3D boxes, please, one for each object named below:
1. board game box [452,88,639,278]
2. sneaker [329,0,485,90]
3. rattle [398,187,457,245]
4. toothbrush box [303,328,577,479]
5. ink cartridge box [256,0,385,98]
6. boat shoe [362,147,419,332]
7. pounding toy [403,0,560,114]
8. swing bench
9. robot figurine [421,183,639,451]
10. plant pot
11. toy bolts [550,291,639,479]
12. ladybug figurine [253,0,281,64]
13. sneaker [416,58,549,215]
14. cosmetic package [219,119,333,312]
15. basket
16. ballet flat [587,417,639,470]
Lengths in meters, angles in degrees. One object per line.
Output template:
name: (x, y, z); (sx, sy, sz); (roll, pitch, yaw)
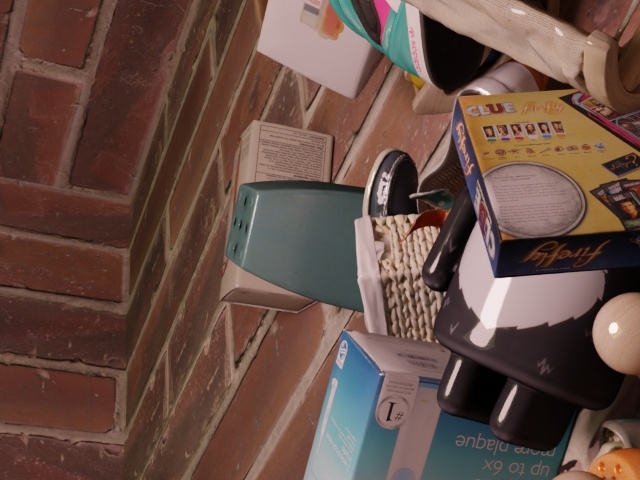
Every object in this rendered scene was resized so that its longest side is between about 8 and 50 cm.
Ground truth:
board game box: (0.237, -0.053, 0.848); (0.042, 0.243, 0.165); (91, 174, -46)
sneaker: (0.079, -0.313, 1.129); (0.178, 0.123, 0.296); (30, 134, 47)
rattle: (0.160, -0.052, 1.123); (0.130, 0.199, 0.143); (87, 171, -47)
toothbrush box: (0.101, 0.259, 1.116); (0.126, 0.216, 0.296); (-132, 56, -67)
ink cartridge box: (0.076, -0.410, 1.393); (0.279, 0.160, 0.385); (-58, -5, -32)
boat shoe: (0.104, 0.011, 1.410); (0.079, 0.095, 0.255); (13, 101, 49)
pounding toy: (0.176, -0.242, 1.261); (0.155, 0.154, 0.269); (-97, 25, -42)
swing bench: (0.194, -0.247, 0.882); (0.253, 0.165, 0.255); (35, 83, 28)
robot figurine: (0.202, 0.039, 0.962); (0.173, 0.209, 0.278); (-30, -37, -90)
plant pot: (0.000, 0.000, 1.517); (0.165, 0.234, 0.165); (-154, 75, -70)
toy bolts: (0.267, 0.144, 0.782); (0.218, 0.158, 0.228); (175, 104, -71)
ladybug figurine: (-0.007, -0.471, 1.899); (0.449, 0.162, 0.305); (-99, 27, -43)
sneaker: (0.197, -0.094, 1.259); (0.123, 0.106, 0.290); (-40, -18, -29)
cosmetic package: (-0.076, -0.038, 1.892); (0.129, 0.153, 0.296); (142, 136, -65)
basket: (0.102, 0.060, 1.292); (0.113, 0.103, 0.167); (-92, -8, -50)
ballet flat: (0.243, 0.254, 0.933); (0.072, 0.068, 0.213); (-176, 96, -70)
